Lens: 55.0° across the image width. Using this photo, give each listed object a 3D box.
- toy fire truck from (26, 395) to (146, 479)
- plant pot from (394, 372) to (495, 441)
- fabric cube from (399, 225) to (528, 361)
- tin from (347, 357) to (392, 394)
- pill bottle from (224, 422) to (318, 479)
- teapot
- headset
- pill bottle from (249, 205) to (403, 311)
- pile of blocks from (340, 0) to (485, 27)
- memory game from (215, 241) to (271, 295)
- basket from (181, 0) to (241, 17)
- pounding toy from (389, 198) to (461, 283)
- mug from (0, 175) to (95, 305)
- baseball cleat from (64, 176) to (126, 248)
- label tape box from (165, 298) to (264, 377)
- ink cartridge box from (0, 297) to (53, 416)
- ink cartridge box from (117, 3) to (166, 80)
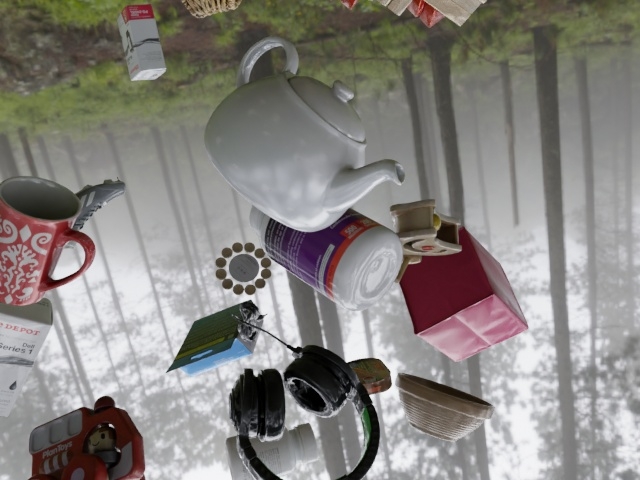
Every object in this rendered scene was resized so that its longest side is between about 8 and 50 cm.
[{"bbox_3d":[-0.539,0.493,1.399,0.302,0.169,0.253,-27,-126,13],"label":"toy fire truck"},{"bbox_3d":[0.282,0.403,1.460,0.238,0.109,0.237,18,174,2],"label":"plant pot"},{"bbox_3d":[0.409,0.166,1.808,0.259,0.258,0.254,-32,-132,22],"label":"fabric cube"},{"bbox_3d":[0.105,0.316,1.429,0.106,0.040,0.190,-15,-174,-5],"label":"tin"},{"bbox_3d":[-0.129,0.561,1.627,0.230,0.131,0.131,-10,-162,-14],"label":"pill bottle"},{"bbox_3d":[-0.028,-0.152,0.874,0.187,0.256,0.252,-49,-165,19],"label":"teapot"},{"bbox_3d":[-0.060,0.284,1.118,0.244,0.185,0.394,-17,-120,-24],"label":"headset"},{"bbox_3d":[0.000,0.000,1.279,0.182,0.181,0.323,-25,-138,-38],"label":"pill bottle"},{"bbox_3d":[0.064,-0.344,0.749,0.362,0.148,0.112,-2,145,-48],"label":"pile of blocks"},{"bbox_3d":[-0.248,0.090,1.979,0.186,0.186,0.012,-15,161,-15],"label":"memory game"},{"bbox_3d":[-0.221,-0.712,1.518,0.223,0.213,0.299,-7,-127,28],"label":"basket"},{"bbox_3d":[0.239,0.016,1.380,0.154,0.154,0.269,-2,166,10],"label":"pounding toy"},{"bbox_3d":[-0.424,0.016,0.904,0.150,0.169,0.113,43,-152,26],"label":"mug"},{"bbox_3d":[-0.463,-0.045,1.184,0.206,0.109,0.072,-23,172,-19],"label":"baseball cleat"},{"bbox_3d":[-0.340,0.349,2.041,0.241,0.105,0.333,-22,-162,14],"label":"label tape box"},{"bbox_3d":[-0.615,0.200,1.135,0.160,0.219,0.092,21,-164,-33],"label":"ink cartridge box"},{"bbox_3d":[-0.419,-0.459,1.437,0.063,0.150,0.109,-15,-172,-28],"label":"ink cartridge box"}]
